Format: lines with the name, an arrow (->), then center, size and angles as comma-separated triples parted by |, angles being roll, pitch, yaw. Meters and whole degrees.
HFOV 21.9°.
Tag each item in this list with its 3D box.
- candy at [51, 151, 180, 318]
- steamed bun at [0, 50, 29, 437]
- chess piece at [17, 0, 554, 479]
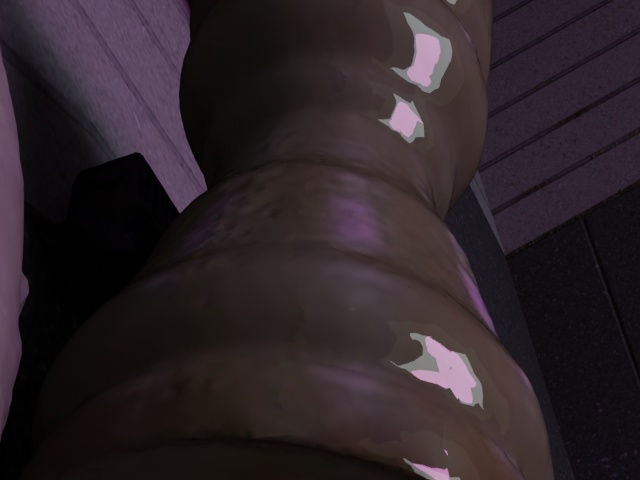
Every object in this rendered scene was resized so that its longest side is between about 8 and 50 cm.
candy -> -0.057, 0.090, 0.962 | 0.088, 0.061, 0.312 | -90, 155, -51
steamed bun -> -0.182, -0.030, 0.280 | 0.283, 0.177, 0.283 | -22, 90, -76
chess piece -> 0.000, 0.000, 0.797 | 0.442, 0.234, 0.234 | -84, 152, -45
